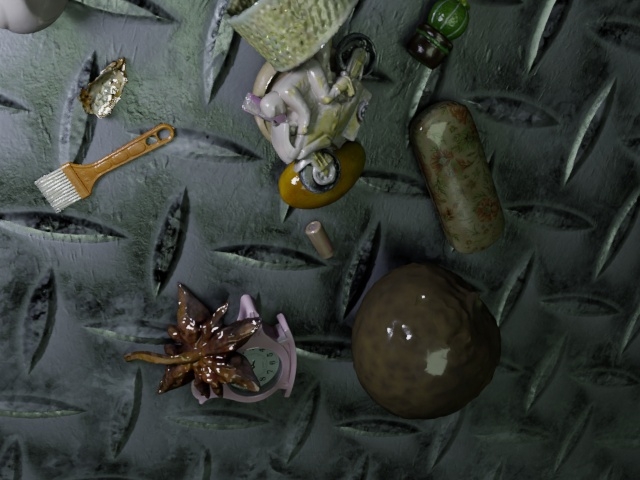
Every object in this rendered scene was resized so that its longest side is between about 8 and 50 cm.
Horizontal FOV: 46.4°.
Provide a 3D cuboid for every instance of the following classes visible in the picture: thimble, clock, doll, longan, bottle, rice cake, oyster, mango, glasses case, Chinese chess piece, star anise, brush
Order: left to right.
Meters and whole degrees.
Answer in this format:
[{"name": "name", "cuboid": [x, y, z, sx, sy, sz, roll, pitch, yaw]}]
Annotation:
[{"name": "doll", "cuboid": [-0.569, -0.487, 1.311, 0.221, 0.221, 0.251, -22, 150, -7]}, {"name": "oyster", "cuboid": [-0.435, -0.310, 1.528, 0.132, 0.029, 0.086, -34, 129, -3]}, {"name": "brush", "cuboid": [-0.453, -0.167, 1.608, 0.314, 0.017, 0.090, -29, 123, -4]}, {"name": "star anise", "cuboid": [-0.294, 0.265, 1.788, 0.349, 0.109, 0.292, 24, 93, 13]}, {"name": "clock", "cuboid": [-0.199, 0.282, 1.900, 0.275, 0.080, 0.290, -4, 118, -17]}, {"name": "rice cake", "cuboid": [-0.068, -0.253, 1.566, 0.206, 0.036, 0.047, 22, 104, -23]}, {"name": "thimble", "cuboid": [-0.049, -0.475, 1.438, 0.271, 0.271, 0.150, -46, 120, 8]}, {"name": "Chinese chess piece", "cuboid": [-0.027, -0.306, 1.631, 0.249, 0.103, 0.250, -7, 118, -14]}, {"name": "bottle", "cuboid": [0.000, 0.000, 1.838, 0.045, 0.045, 0.096, -31, 125, -1]}, {"name": "mango", "cuboid": [0.009, -0.150, 1.734, 0.227, 0.099, 0.136, -29, 122, -13]}, {"name": "longan", "cuboid": [0.264, 0.254, 1.867, 0.391, 0.391, 0.391, -8, 119, -15]}, {"name": "glasses case", "cuboid": [0.343, -0.147, 1.845, 0.156, 0.098, 0.425, -29, 122, -5]}]

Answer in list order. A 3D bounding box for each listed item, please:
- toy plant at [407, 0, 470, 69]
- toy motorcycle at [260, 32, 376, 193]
[{"name": "toy plant", "cuboid": [0.267, -0.466, 1.653, 0.093, 0.093, 0.162, 29, 102, -29]}, {"name": "toy motorcycle", "cuboid": [-0.011, -0.277, 1.512, 0.223, 0.108, 0.341, 18, 93, -29]}]
